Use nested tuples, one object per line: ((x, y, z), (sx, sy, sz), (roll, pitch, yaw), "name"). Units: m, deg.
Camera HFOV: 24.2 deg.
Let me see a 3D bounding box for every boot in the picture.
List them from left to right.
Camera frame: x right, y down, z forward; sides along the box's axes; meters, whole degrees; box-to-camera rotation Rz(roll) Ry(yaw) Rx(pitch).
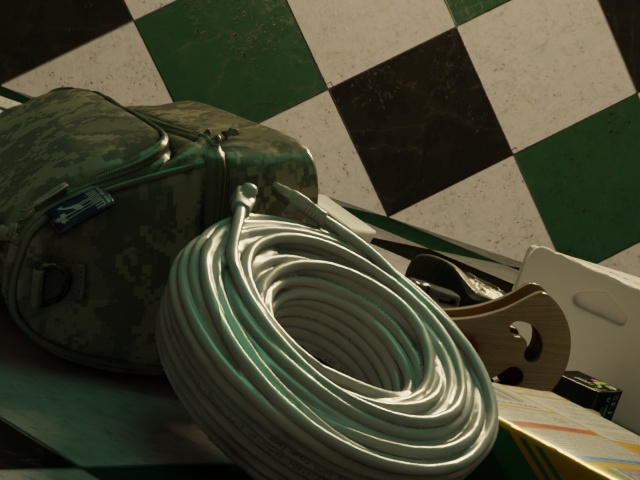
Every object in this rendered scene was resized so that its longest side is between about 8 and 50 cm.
((0.243, 0.104, 2.092), (0.179, 0.085, 0.236), (16, 13, -48), "boot")

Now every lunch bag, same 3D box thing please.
((-0.176, -0.008, 1.243), (0.256, 0.212, 0.305), (-3, 16, -29), "lunch bag")

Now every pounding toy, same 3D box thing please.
((0.151, 0.109, 1.391), (0.270, 0.154, 0.155), (19, 6, -1), "pounding toy")

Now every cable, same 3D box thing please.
((0.003, 0.087, 1.052), (0.257, 0.089, 0.257), (35, 27, 0), "cable")

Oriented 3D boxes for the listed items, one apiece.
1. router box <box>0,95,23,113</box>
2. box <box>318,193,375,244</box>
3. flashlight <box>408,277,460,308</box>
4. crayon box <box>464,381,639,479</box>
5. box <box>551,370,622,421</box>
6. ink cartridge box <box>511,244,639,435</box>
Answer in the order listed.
((-0.408, -0.133, 2.145), (0.301, 0.082, 0.335), (18, 6, -13), "router box")
((0.000, 0.000, 2.072), (0.102, 0.101, 0.087), (38, 13, 24), "box")
((0.022, 0.078, 1.586), (0.103, 0.103, 0.304), (-20, -27, 39), "flashlight")
((0.225, 0.202, 1.135), (0.203, 0.083, 0.323), (14, 8, -44), "crayon box")
((0.294, 0.182, 1.690), (0.062, 0.052, 0.083), (23, 8, 29), "box")
((0.458, 0.153, 1.923), (0.395, 0.166, 0.285), (15, 7, -42), "ink cartridge box")
